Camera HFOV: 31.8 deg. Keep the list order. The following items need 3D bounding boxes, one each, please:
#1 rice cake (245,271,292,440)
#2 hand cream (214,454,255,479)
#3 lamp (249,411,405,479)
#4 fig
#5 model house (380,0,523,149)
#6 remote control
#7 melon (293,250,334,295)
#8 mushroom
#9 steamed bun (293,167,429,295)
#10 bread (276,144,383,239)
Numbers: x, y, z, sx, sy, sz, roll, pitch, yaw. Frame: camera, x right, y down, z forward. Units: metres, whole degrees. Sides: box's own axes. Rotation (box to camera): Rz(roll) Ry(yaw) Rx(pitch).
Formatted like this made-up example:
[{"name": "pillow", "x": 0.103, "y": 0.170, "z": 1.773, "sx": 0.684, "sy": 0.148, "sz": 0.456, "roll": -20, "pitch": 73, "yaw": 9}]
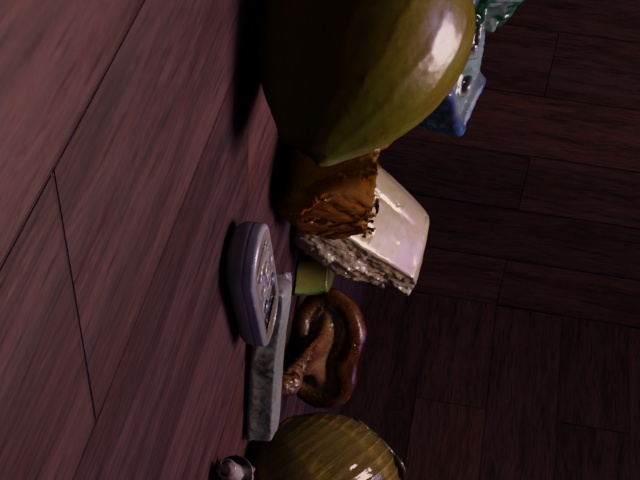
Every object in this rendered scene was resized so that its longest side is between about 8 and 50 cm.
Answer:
[{"name": "rice cake", "x": -0.073, "y": 0.164, "z": 1.566, "sx": 0.081, "sy": 0.051, "sz": 0.290, "roll": -59, "pitch": 161, "yaw": -50}, {"name": "hand cream", "x": -0.112, "y": 0.335, "z": 1.487, "sx": 0.257, "sy": 0.050, "sz": 0.084, "roll": 95, "pitch": 3, "yaw": -60}, {"name": "lamp", "x": -0.015, "y": 0.362, "z": 1.714, "sx": 0.250, "sy": 0.284, "sz": 0.250, "roll": -37, "pitch": 177, "yaw": -2}, {"name": "fig", "x": 0.037, "y": -0.208, "z": 1.206, "sx": 0.239, "sy": 0.240, "sz": 0.271, "roll": 74, "pitch": 38, "yaw": -77}, {"name": "model house", "x": 0.116, "y": -0.253, "z": 1.682, "sx": 0.295, "sy": 0.252, "sz": 0.329, "roll": -20, "pitch": 127, "yaw": -59}, {"name": "remote control", "x": -0.080, "y": 0.055, "z": 1.339, "sx": 0.244, "sy": 0.047, "sz": 0.087, "roll": 86, "pitch": 11, "yaw": -64}, {"name": "melon", "x": 0.000, "y": 0.000, "z": 1.994, "sx": 0.118, "sy": 0.064, "sz": 0.209, "roll": 35, "pitch": 62, "yaw": -78}, {"name": "mushroom", "x": -0.014, "y": 0.203, "z": 1.958, "sx": 0.217, "sy": 0.148, "sz": 0.226, "roll": -16, "pitch": 111, "yaw": -66}, {"name": "steamed bun", "x": 0.067, "y": -0.012, "z": 1.875, "sx": 0.170, "sy": 0.225, "sz": 0.200, "roll": -17, "pitch": -139, "yaw": 50}, {"name": "bread", "x": 0.012, "y": -0.091, "z": 1.579, "sx": 0.260, "sy": 0.147, "sz": 0.160, "roll": 87, "pitch": 4, "yaw": -82}]
